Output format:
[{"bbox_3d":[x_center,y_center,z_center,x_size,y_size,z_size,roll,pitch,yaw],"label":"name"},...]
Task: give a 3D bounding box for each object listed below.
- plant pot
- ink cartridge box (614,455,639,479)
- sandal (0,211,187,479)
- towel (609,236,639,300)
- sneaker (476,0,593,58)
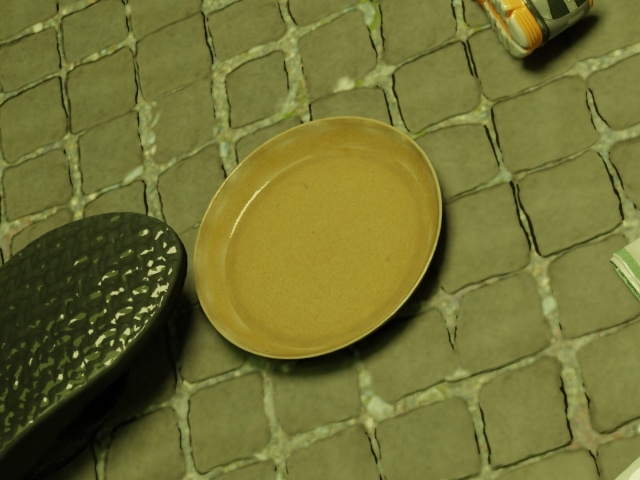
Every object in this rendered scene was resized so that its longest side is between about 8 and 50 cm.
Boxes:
[{"bbox_3d":[0.000,0.000,1.342,0.236,0.032,0.236,-12,59,21],"label":"plant pot"},{"bbox_3d":[0.262,0.286,1.025,0.239,0.060,0.275,-43,52,-2],"label":"ink cartridge box"},{"bbox_3d":[-0.279,0.157,1.345,0.167,0.107,0.446,37,83,32],"label":"sandal"},{"bbox_3d":[0.312,0.008,1.181,0.152,0.023,0.113,-35,53,5],"label":"towel"},{"bbox_3d":[0.169,-0.253,1.378,0.083,0.084,0.215,-23,57,-3],"label":"sneaker"}]
